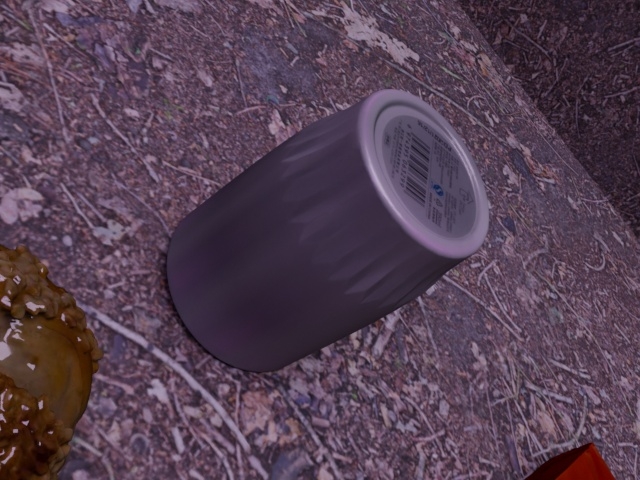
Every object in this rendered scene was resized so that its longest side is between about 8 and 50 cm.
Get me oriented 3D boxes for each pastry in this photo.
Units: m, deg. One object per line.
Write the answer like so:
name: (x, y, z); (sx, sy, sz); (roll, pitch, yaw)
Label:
pastry: (-0.325, 0.116, 0.525); (0.284, 0.184, 0.316); (39, 41, -13)

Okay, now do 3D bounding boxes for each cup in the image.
cup: (0.000, 0.000, 0.800); (0.253, 0.371, 0.254); (22, 54, -34)

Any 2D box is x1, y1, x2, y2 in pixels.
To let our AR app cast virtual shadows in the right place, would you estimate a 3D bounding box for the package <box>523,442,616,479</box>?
package: (0.350, 0.454, 0.959); (0.423, 0.123, 0.196); (-6, 62, -48)
